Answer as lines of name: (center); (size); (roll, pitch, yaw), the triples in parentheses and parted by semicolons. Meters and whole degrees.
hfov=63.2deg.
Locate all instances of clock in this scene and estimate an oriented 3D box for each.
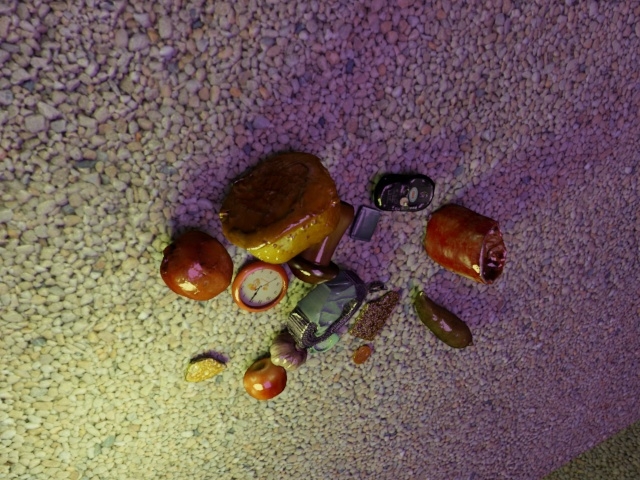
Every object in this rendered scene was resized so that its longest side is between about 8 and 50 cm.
clock: (0.000, 0.390, 2.023); (0.135, 0.041, 0.101); (-42, 124, 2)
clock: (-0.209, 0.159, 1.808); (0.205, 0.051, 0.205); (-11, 120, -20)

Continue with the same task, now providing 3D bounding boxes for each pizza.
pizza: (-0.421, 0.461, 1.877); (0.160, 0.036, 0.099); (-19, 121, -15)

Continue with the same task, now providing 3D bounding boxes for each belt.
belt: (0.027, 0.246, 1.866); (0.325, 0.122, 0.260); (-40, 151, -7)

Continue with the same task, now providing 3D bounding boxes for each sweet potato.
sweet potato: (0.502, 0.334, 2.170); (0.130, 0.130, 0.422); (-46, 118, 3)

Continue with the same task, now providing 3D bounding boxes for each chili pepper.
chili pepper: (0.558, 0.013, 1.927); (0.229, 0.305, 0.251); (8, 102, -33)

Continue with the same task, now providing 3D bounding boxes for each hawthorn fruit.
hawthorn fruit: (-0.365, 0.097, 1.630); (0.211, 0.211, 0.299); (-40, 136, -1)

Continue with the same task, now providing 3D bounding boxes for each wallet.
wallet: (0.160, -0.060, 1.874); (0.088, 0.026, 0.129); (12, 111, -24)

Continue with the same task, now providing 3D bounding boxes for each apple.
apple: (-0.202, 0.517, 1.929); (0.163, 0.163, 0.139); (-25, 110, -11)

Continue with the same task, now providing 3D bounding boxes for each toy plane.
toy plane: (0.200, 0.186, 2.005); (0.120, 0.049, 0.031); (-10, 119, 1)

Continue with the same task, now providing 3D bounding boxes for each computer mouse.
computer mouse: (0.289, -0.173, 1.835); (0.233, 0.096, 0.137); (-1, 110, -19)

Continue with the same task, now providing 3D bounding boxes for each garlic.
garlic: (-0.111, 0.404, 1.920); (0.159, 0.147, 0.102); (13, 132, -44)

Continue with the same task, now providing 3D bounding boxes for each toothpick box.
toothpick box: (0.000, 0.000, 1.747); (0.192, 0.192, 0.294); (14, 102, -29)

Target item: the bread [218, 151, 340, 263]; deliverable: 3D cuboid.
bread: (-0.116, -0.091, 1.558); (0.358, 0.337, 0.204); (-29, 131, 1)

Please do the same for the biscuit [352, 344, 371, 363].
biscuit: (0.168, 0.471, 2.153); (0.078, 0.015, 0.091); (34, 98, -31)

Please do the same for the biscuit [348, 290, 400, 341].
biscuit: (0.218, 0.296, 2.080); (0.131, 0.026, 0.237); (22, 106, -32)
